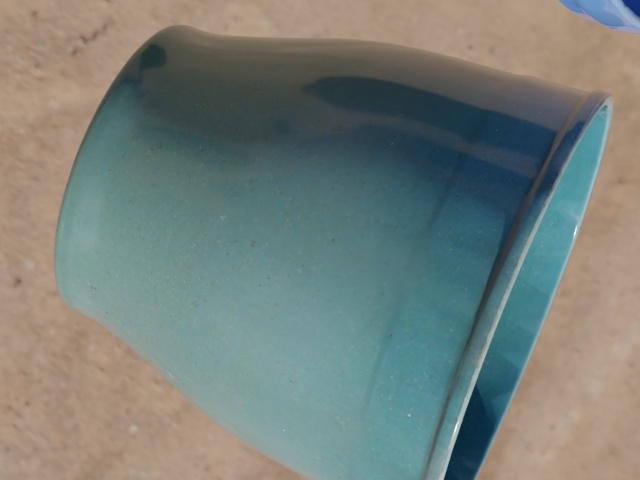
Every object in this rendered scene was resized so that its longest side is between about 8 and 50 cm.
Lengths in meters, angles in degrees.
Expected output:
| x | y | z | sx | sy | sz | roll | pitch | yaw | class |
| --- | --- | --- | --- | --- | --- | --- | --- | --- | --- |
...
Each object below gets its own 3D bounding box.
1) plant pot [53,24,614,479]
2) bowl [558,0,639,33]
| x | y | z | sx | sy | sz | roll | pitch | yaw | class |
| --- | --- | --- | --- | --- | --- | --- | --- | --- | --- |
| 0.000 | 0.000 | 0.951 | 0.271 | 0.255 | 0.272 | 22 | 90 | -77 | plant pot |
| 0.146 | -0.291 | 0.748 | 0.391 | 0.077 | 0.391 | -30 | 125 | -55 | bowl |
